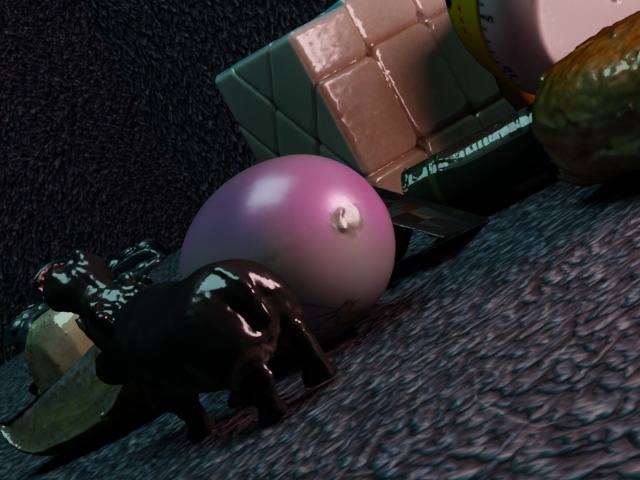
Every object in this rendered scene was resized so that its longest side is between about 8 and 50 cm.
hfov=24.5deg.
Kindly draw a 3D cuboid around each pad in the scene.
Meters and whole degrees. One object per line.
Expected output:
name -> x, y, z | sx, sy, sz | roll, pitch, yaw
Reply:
pad -> 0.069, -0.041, 1.635 | 0.211, 0.003, 0.143 | 16, 16, 24

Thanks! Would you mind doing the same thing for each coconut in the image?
coconut -> -0.298, 0.139, 1.945 | 0.162, 0.161, 0.161 | -32, 5, -34

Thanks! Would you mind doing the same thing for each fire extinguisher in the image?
fire extinguisher -> 0.235, -0.107, 1.685 | 0.294, 0.093, 0.118 | -28, 10, 23

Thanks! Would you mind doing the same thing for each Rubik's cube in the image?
Rubik's cube -> 0.084, -0.207, 2.239 | 0.316, 0.318, 0.322 | -31, 6, -23

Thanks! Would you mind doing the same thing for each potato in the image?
potato -> -0.243, 0.189, 1.681 | 0.261, 0.100, 0.120 | -43, -39, 23

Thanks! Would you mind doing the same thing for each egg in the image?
egg -> -0.043, 0.022, 1.468 | 0.271, 0.196, 0.196 | -31, 3, 41

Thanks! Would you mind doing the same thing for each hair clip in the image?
hair clip -> -0.372, 0.121, 2.385 | 0.310, 0.194, 0.206 | -31, 12, -25

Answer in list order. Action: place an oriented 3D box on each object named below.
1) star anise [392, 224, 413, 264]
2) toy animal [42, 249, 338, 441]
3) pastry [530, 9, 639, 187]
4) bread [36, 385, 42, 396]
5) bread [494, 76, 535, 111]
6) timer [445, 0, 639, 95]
star anise -> 0.000, 0.000, 1.684 | 0.220, 0.190, 0.125 | -50, -20, -72
toy animal -> -0.136, 0.095, 1.359 | 0.106, 0.168, 0.343 | -36, 22, -34
pastry -> 0.352, -0.166, 1.385 | 0.330, 0.136, 0.329 | -28, 5, 3
bread -> -0.330, 0.193, 2.144 | 0.136, 0.054, 0.154 | -36, 13, -37
bread -> 0.335, -0.289, 2.017 | 0.225, 0.250, 0.279 | -24, 10, 26
timer -> 0.243, -0.296, 1.619 | 0.285, 0.285, 0.285 | -30, 5, 3
